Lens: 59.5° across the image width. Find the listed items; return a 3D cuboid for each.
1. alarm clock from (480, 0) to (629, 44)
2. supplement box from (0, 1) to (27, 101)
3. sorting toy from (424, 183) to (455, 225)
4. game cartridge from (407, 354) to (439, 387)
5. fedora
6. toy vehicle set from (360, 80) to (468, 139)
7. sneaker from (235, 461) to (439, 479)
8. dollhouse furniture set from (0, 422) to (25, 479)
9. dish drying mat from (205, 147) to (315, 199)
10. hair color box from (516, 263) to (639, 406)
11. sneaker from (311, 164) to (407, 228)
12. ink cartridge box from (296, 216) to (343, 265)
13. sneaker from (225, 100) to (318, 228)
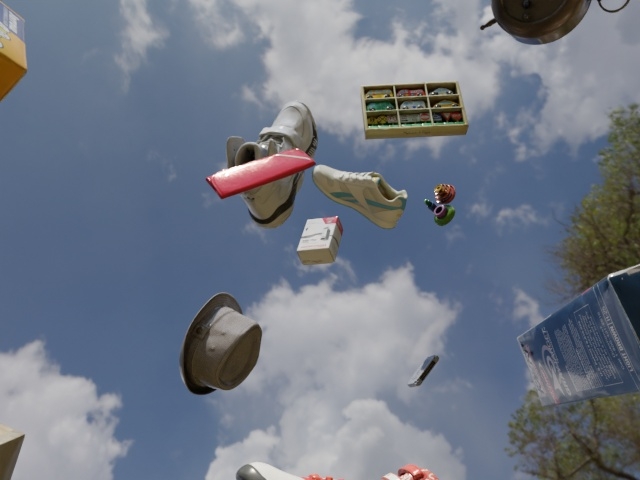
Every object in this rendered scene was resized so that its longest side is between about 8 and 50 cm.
[{"bbox_3d":[0.321,-0.340,0.770,0.064,0.191,0.130,-8,-69,-59],"label":"alarm clock"},{"bbox_3d":[-0.563,-0.283,0.650,0.195,0.194,0.356,-41,-44,10],"label":"supplement box"},{"bbox_3d":[0.254,-0.081,1.197,0.042,0.102,0.061,35,-38,-30],"label":"sorting toy"},{"bbox_3d":[0.226,0.290,1.239,0.017,0.056,0.083,43,-111,0],"label":"game cartridge"},{"bbox_3d":[-0.240,0.280,1.464,0.275,0.124,0.244,-54,-39,-37],"label":"fedora"},{"bbox_3d":[0.243,-0.345,1.478,0.266,0.166,0.035,-3,-32,-1],"label":"toy vehicle set"},{"bbox_3d":[0.045,0.304,0.643,0.145,0.270,0.090,-49,-13,-31],"label":"sneaker"},{"bbox_3d":[-0.313,0.117,0.362,0.183,0.129,0.129,19,-90,10],"label":"dollhouse furniture set"},{"bbox_3d":[-0.047,-0.055,0.445,0.083,0.032,0.008,-22,-45,-24],"label":"dish drying mat"},{"bbox_3d":[0.354,0.104,0.624,0.173,0.105,0.347,-17,-20,0],"label":"hair color box"},{"bbox_3d":[0.089,-0.120,1.271,0.228,0.087,0.092,28,-56,5],"label":"sneaker"},{"bbox_3d":[0.000,0.000,1.571,0.099,0.135,0.056,-6,-50,21],"label":"ink cartridge box"},{"bbox_3d":[-0.114,-0.229,1.383,0.210,0.137,0.366,56,-135,-60],"label":"sneaker"}]
